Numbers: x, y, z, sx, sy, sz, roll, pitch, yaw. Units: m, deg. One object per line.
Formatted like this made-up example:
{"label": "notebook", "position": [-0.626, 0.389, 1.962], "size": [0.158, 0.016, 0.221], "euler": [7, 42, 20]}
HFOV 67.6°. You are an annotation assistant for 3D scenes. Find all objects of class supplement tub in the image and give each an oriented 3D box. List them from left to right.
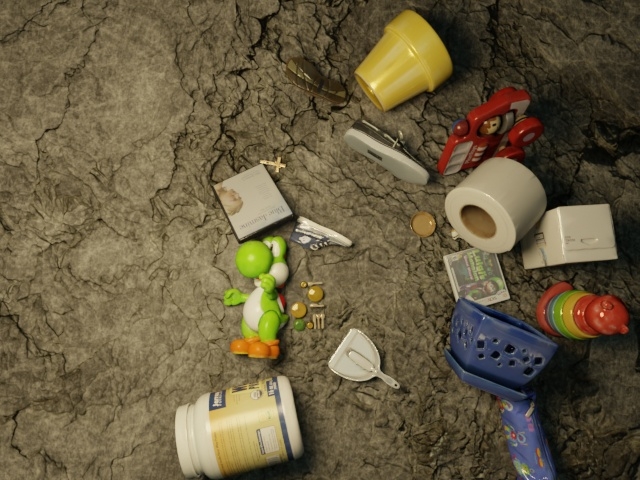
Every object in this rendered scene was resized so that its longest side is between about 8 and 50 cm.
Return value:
{"label": "supplement tub", "position": [-0.219, 0.519, 1.323], "size": [0.316, 0.228, 0.228], "euler": [-12, 84, -7]}

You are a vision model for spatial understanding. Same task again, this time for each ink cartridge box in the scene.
{"label": "ink cartridge box", "position": [0.757, -0.007, 1.482], "size": [0.171, 0.232, 0.168], "euler": [-5, 83, -6]}

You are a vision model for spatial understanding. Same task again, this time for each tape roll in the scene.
{"label": "tape roll", "position": [0.526, -0.105, 1.449], "size": [0.169, 0.246, 0.246], "euler": [-39, 87, -21]}

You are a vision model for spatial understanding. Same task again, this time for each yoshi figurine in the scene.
{"label": "yoshi figurine", "position": [-0.193, 0.154, 1.397], "size": [0.204, 0.203, 0.362], "euler": [7, 79, 2]}

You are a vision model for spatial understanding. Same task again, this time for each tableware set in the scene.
{"label": "tableware set", "position": [-0.041, 0.203, 1.488], "size": [0.104, 0.024, 0.154], "euler": [-2, 84, -2]}

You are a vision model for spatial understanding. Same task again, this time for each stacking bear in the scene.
{"label": "stacking bear", "position": [0.795, 0.220, 1.427], "size": [0.164, 0.289, 0.175], "euler": [-27, 86, -8]}

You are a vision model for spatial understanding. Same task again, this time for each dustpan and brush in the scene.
{"label": "dustpan and brush", "position": [0.148, 0.385, 1.460], "size": [0.211, 0.060, 0.147], "euler": [35, 81, 0]}

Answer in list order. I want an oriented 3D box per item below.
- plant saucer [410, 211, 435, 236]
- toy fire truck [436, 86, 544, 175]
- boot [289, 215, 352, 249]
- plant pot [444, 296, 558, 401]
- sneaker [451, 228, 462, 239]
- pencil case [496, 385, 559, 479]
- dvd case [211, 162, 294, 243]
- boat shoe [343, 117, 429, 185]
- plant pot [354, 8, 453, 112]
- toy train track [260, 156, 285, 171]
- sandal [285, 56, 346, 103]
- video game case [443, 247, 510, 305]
{"label": "plant saucer", "position": [0.332, -0.052, 1.559], "size": [0.083, 0.015, 0.083], "euler": [1, 83, -6]}
{"label": "toy fire truck", "position": [0.510, -0.324, 1.477], "size": [0.254, 0.302, 0.169], "euler": [-16, 64, -12]}
{"label": "boot", "position": [0.000, 0.000, 1.502], "size": [0.190, 0.069, 0.086], "euler": [25, 88, 6]}
{"label": "plant pot", "position": [0.508, 0.324, 1.416], "size": [0.236, 0.236, 0.212], "euler": [21, 96, -3]}
{"label": "sneaker", "position": [0.468, -0.022, 1.564], "size": [0.083, 0.032, 0.037], "euler": [-6, 103, -6]}
{"label": "pencil case", "position": [0.624, 0.592, 1.442], "size": [0.119, 0.133, 0.306], "euler": [-11, 84, -16]}
{"label": "dvd case", "position": [-0.210, -0.118, 1.452], "size": [0.180, 0.022, 0.253], "euler": [-26, 55, -9]}
{"label": "boat shoe", "position": [0.228, -0.291, 1.536], "size": [0.306, 0.113, 0.105], "euler": [32, 74, 15]}
{"label": "plant pot", "position": [0.247, -0.546, 1.515], "size": [0.239, 0.254, 0.254], "euler": [-38, 87, 7]}
{"label": "toy train track", "position": [-0.153, -0.247, 1.542], "size": [0.083, 0.014, 0.048], "euler": [11, 89, 2]}
{"label": "sandal", "position": [-0.019, -0.518, 1.572], "size": [0.219, 0.060, 0.090], "euler": [23, 87, -16]}
{"label": "video game case", "position": [0.506, 0.120, 1.549], "size": [0.173, 0.022, 0.190], "euler": [-15, 84, -7]}
